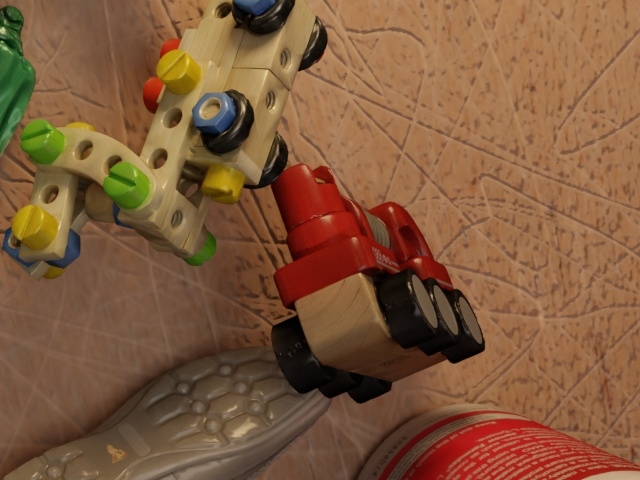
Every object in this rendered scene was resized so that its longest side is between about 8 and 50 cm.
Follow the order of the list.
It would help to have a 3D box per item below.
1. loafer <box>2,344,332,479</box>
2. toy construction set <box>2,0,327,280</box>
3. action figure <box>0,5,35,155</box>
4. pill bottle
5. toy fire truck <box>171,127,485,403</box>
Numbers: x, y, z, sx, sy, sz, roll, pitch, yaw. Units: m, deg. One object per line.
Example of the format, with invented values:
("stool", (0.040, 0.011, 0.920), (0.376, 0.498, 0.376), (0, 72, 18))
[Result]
("loafer", (-0.131, 0.188, 1.307), (0.319, 0.112, 0.111), (-26, 140, -17))
("toy construction set", (-0.123, -0.122, 1.230), (0.151, 0.215, 0.328), (21, 77, -57))
("action figure", (-0.288, -0.079, 1.231), (0.137, 0.063, 0.232), (33, 78, -19))
("pill bottle", (0.190, 0.273, 1.264), (0.229, 0.407, 0.229), (-2, 96, -20))
("toy fire truck", (0.000, 0.000, 1.299), (0.158, 0.217, 0.246), (-24, 74, 15))
